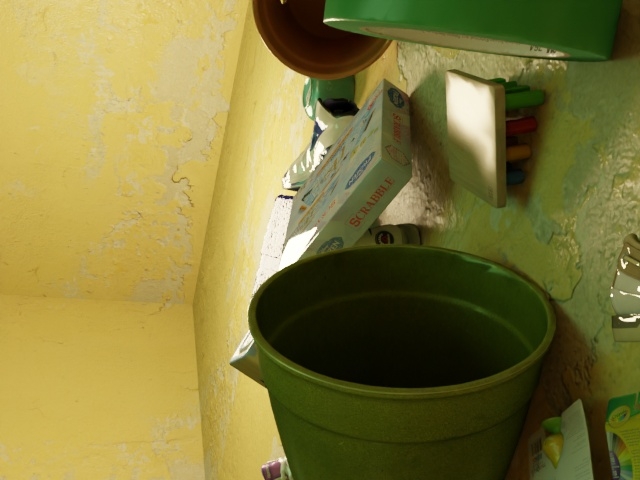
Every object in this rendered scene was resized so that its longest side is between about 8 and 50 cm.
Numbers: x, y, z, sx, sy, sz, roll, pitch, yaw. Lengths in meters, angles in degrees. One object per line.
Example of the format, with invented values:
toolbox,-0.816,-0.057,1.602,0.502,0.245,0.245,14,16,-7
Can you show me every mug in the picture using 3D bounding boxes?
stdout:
mug,0.015,-0.349,1.839,0.129,0.097,0.158,-155,70,-73

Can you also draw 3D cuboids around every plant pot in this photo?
plant pot,0.018,-0.487,1.601,0.203,0.290,0.291,-82,3,-68
plant pot,0.097,0.239,1.029,0.366,0.366,0.353,-121,27,-64

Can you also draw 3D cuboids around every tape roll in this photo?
tape roll,0.166,-0.259,0.892,0.321,0.321,0.077,-136,53,-70

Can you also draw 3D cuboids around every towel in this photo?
towel,-0.066,0.049,1.873,0.227,0.076,0.308,10,87,58

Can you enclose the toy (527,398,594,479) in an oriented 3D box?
toy,0.275,0.304,0.840,0.137,0.056,0.237,112,161,-56

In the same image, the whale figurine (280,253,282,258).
whale figurine,0.000,0.000,1.686,0.216,0.141,0.272,28,-104,-78

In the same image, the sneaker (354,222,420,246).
sneaker,0.060,0.051,1.500,0.330,0.146,0.123,121,148,-60

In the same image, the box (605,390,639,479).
box,0.318,0.229,0.737,0.105,0.043,0.179,132,137,-65

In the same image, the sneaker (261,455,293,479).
sneaker,-0.038,0.475,1.692,0.102,0.161,0.282,-104,26,-52

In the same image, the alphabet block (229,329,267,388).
alphabet block,-0.040,0.214,1.586,0.192,0.197,0.193,-59,7,-18

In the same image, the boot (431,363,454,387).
boot,0.158,0.205,1.250,0.152,0.072,0.197,-112,28,-49

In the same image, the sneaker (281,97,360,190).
sneaker,0.026,-0.210,1.752,0.315,0.127,0.182,156,121,-64

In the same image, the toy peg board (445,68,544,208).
toy peg board,0.240,-0.147,1.086,0.161,0.079,0.161,-125,26,-66

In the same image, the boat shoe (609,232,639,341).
boat shoe,0.328,0.024,0.631,0.302,0.113,0.103,150,117,-72

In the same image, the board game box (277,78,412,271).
board game box,0.043,-0.092,1.417,0.319,0.066,0.318,-51,17,31
